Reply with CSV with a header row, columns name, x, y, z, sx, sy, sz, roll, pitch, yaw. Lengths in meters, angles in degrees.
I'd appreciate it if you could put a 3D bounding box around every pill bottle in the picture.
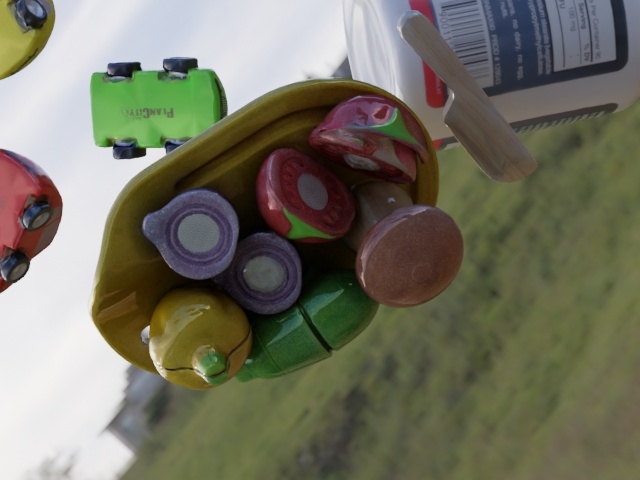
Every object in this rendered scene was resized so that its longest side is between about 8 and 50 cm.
name,x,y,z,sx,sy,sz,roll,pitch,yaw
pill bottle,0.110,-0.110,0.916,0.180,0.108,0.108,-12,-21,-10

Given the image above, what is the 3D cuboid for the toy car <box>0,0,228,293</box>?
name,x,y,z,sx,sy,sz,roll,pitch,yaw
toy car,-0.147,-0.082,1.160,0.053,0.225,0.239,-15,-75,-59

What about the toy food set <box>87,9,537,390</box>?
name,x,y,z,sx,sy,sz,roll,pitch,yaw
toy food set,0.000,0.000,0.819,0.218,0.071,0.128,-34,-53,-1
